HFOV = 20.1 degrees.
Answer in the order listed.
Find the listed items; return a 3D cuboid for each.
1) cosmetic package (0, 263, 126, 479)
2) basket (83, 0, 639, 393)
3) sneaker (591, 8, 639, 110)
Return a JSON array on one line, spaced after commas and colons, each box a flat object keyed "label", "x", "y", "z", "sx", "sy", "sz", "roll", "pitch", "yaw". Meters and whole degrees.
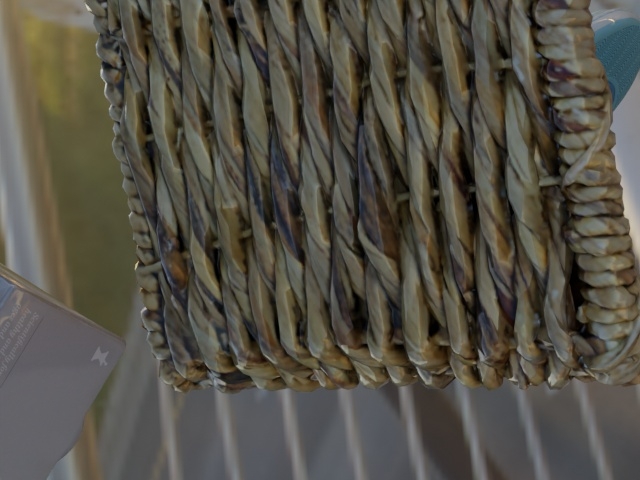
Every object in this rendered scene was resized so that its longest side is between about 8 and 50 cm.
[{"label": "cosmetic package", "x": -0.237, "y": 0.053, "z": 1.038, "sx": 0.238, "sy": 0.107, "sz": 0.127, "roll": 24, "pitch": 83, "yaw": 45}, {"label": "basket", "x": 0.056, "y": -0.102, "z": 0.685, "sx": 0.223, "sy": 0.213, "sz": 0.299, "roll": -7, "pitch": 96, "yaw": 41}, {"label": "sneaker", "x": 0.150, "y": -0.150, "z": 1.784, "sx": 0.208, "sy": 0.319, "sz": 0.127, "roll": 45, "pitch": 172, "yaw": 40}]
